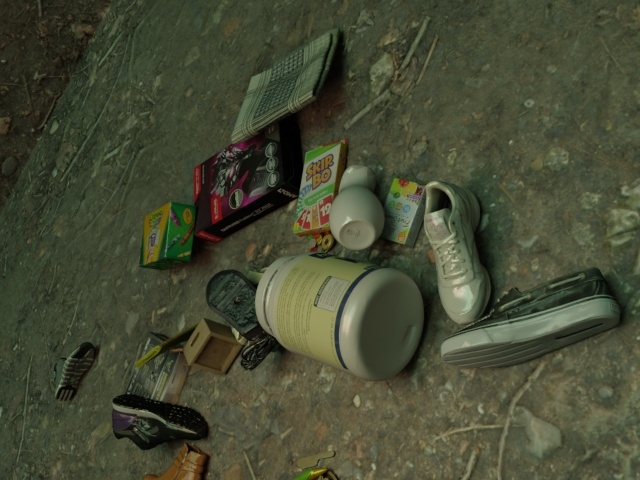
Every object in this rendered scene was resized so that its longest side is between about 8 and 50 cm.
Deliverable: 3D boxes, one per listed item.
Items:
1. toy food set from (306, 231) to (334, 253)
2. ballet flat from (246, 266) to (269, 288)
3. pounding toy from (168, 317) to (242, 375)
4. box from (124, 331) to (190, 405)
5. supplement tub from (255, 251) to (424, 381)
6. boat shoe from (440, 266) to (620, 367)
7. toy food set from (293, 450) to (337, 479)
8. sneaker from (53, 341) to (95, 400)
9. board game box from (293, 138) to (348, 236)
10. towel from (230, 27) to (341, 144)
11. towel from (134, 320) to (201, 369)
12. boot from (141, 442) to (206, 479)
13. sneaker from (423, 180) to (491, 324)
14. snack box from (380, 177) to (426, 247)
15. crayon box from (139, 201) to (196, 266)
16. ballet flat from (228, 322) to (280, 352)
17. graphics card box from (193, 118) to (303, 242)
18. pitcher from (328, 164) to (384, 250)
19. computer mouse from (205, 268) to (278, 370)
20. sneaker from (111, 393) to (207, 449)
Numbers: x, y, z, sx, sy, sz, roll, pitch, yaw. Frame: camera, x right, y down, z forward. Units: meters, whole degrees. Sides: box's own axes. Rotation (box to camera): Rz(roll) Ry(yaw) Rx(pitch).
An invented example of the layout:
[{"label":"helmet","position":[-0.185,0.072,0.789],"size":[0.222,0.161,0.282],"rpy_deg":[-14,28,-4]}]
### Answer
[{"label":"toy food set","position":[0.000,0.000,1.809],"size":[0.082,0.020,0.083],"rpy_deg":[-39,51,27]},{"label":"ballet flat","position":[-0.108,0.102,1.838],"size":[0.248,0.086,0.086],"rpy_deg":[-3,72,44]},{"label":"pounding toy","position":[-0.305,0.283,1.909],"size":[0.141,0.130,0.100],"rpy_deg":[-57,35,11]},{"label":"box","position":[-0.471,0.402,2.079],"size":[0.183,0.056,0.231],"rpy_deg":[18,88,45]},{"label":"supplement tub","position":[0.035,0.153,1.561],"size":[0.324,0.235,0.236],"rpy_deg":[12,83,45]},{"label":"boat shoe","position":[0.379,0.146,1.336],"size":[0.335,0.121,0.119],"rpy_deg":[-21,52,25]},{"label":"toy food set","position":[-0.010,0.566,1.583],"size":[0.132,0.038,0.192],"rpy_deg":[-29,56,33]},{"label":"sneaker","position":[-0.842,0.411,2.415],"size":[0.229,0.086,0.132],"rpy_deg":[-59,42,10]},{"label":"board game box","position":[0.002,-0.141,1.842],"size":[0.124,0.039,0.260],"rpy_deg":[-11,59,40]},{"label":"towel","position":[-0.098,-0.432,1.972],"size":[0.312,0.056,0.324],"rpy_deg":[-22,37,37]},{"label":"towel","position":[-0.401,0.279,1.957],"size":[0.102,0.237,0.021],"rpy_deg":[-38,86,25]},{"label":"boot","position":[-0.382,0.609,1.905],"size":[0.197,0.073,0.153],"rpy_deg":[12,83,34]},{"label":"sneaker","position":[0.258,0.020,1.460],"size":[0.114,0.152,0.305],"rpy_deg":[-21,62,35]},{"label":"snack box","position":[0.189,-0.064,1.639],"size":[0.100,0.037,0.141],"rpy_deg":[20,90,48]},{"label":"crayon box","position":[-0.458,-0.009,2.146],"size":[0.278,0.081,0.166],"rpy_deg":[-15,68,60]},{"label":"ballet flat","position":[-0.182,0.240,1.848],"size":[0.213,0.072,0.068],"rpy_deg":[10,67,44]},{"label":"graphics card box","position":[-0.211,-0.168,2.028],"size":[0.370,0.094,0.233],"rpy_deg":[-25,58,34]},{"label":"pitcher","position":[0.075,-0.051,1.662],"size":[0.207,0.125,0.178],"rpy_deg":[-88,13,-55]},{"label":"computer mouse","position":[-0.183,0.183,1.800],"size":[0.188,0.072,0.272],"rpy_deg":[-46,60,-3]},{"label":"sneaker","position":[-0.435,0.511,1.948],"size":[0.283,0.107,0.124],"rpy_deg":[11,101,20]}]
